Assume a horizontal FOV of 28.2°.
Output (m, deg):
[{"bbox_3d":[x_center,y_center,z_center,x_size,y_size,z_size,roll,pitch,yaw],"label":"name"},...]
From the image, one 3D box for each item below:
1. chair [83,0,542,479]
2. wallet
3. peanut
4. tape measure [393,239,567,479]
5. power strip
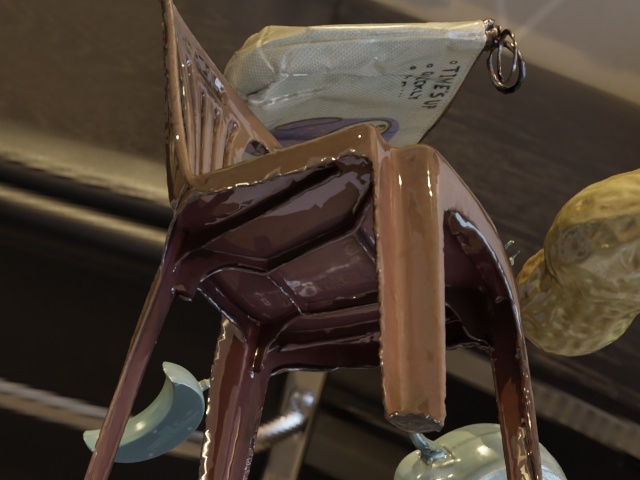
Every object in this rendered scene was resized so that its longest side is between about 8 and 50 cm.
[{"bbox_3d":[0.000,0.000,0.639,0.183,0.175,0.326,-14,51,22],"label":"chair"},{"bbox_3d":[0.026,-0.139,1.287,0.275,0.335,0.068,1,72,-14],"label":"wallet"},{"bbox_3d":[0.311,0.020,1.402,0.159,0.291,0.143,31,49,-11],"label":"peanut"},{"bbox_3d":[0.120,0.135,0.930,0.164,0.330,0.084,-8,25,-32],"label":"tape measure"},{"bbox_3d":[-0.240,0.258,1.907,0.137,0.216,0.044,38,17,-46],"label":"power strip"}]
